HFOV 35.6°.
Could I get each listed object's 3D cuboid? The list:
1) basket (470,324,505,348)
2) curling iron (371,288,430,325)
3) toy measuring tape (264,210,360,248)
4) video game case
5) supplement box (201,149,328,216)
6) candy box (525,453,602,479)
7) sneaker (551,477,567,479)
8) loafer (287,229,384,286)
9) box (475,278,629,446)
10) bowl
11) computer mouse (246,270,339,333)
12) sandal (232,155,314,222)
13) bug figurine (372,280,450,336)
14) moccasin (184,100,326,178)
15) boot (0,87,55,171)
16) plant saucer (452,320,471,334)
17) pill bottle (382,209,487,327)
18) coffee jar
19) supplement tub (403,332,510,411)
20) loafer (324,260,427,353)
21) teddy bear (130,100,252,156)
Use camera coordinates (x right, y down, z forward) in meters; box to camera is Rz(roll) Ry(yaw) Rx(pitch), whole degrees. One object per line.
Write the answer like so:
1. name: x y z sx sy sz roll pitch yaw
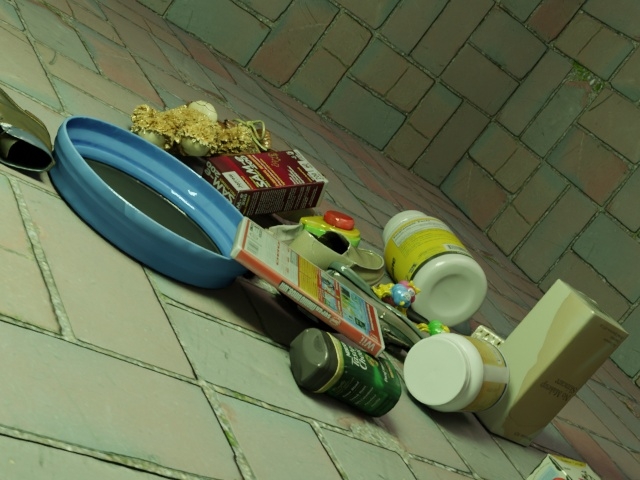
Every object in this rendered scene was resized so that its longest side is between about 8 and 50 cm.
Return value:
1. basket: 0.367 0.258 2.152 0.103 0.113 0.167 37 2 22
2. curling iron: 0.157 0.150 2.176 0.274 0.035 0.068 28 32 -47
3. toy measuring tape: 0.000 0.000 2.109 0.121 0.121 0.330 42 21 18
4. video game case: -0.021 0.072 1.638 0.285 0.025 0.204 35 11 -9
5. supplement box: -0.118 -0.122 2.101 0.239 0.073 0.130 -10 44 -39
6. candy box: 0.500 0.499 1.801 0.159 0.071 0.233 23 19 -46
7. sneaker: 0.406 0.472 1.538 0.107 0.118 0.279 28 16 -32
8. loafer: 0.042 0.033 2.038 0.268 0.092 0.102 5 28 -45
9. box: 0.441 0.246 1.977 0.148 0.311 0.121 26 17 -39
10. bowl: -0.275 -0.060 1.658 0.391 0.077 0.391 35 13 -10
11. computer mouse: -0.022 0.098 1.833 0.262 0.060 0.184 27 16 7
12. sandal: -0.134 -0.095 2.208 0.240 0.088 0.079 36 44 14
13. bug figurine: 0.215 0.167 2.056 0.279 0.072 0.216 48 5 -14
14. moccasin: -0.155 -0.214 2.340 0.380 0.147 0.139 34 13 -15
15. boot: -0.488 -0.178 1.489 0.219 0.082 0.106 29 13 -40
16. plant saucer: 0.318 0.165 2.540 0.195 0.037 0.195 36 13 -10
17. pill bottle: 0.264 0.056 2.433 0.188 0.188 0.334 31 14 -25
18. coffee jar: 0.037 0.206 1.555 0.184 0.079 0.096 27 28 -37
19. supplement tub: 0.252 0.246 1.847 0.144 0.144 0.199 45 15 30
20. loafer: 0.100 0.156 1.951 0.267 0.084 0.096 42 -18 2
21. teddy bear: -0.274 -0.235 2.080 0.245 0.113 0.338 7 9 21
